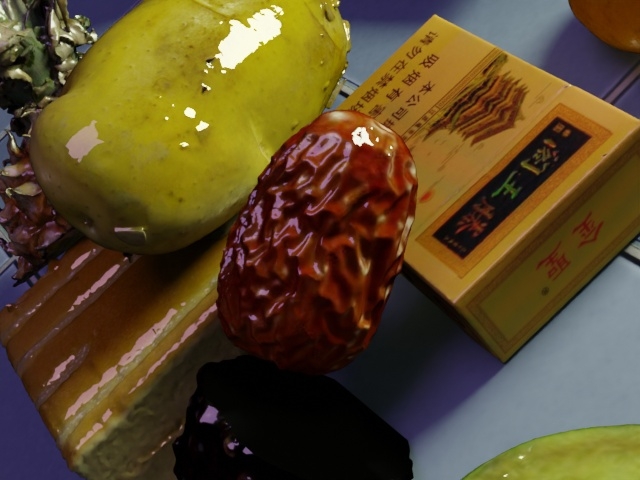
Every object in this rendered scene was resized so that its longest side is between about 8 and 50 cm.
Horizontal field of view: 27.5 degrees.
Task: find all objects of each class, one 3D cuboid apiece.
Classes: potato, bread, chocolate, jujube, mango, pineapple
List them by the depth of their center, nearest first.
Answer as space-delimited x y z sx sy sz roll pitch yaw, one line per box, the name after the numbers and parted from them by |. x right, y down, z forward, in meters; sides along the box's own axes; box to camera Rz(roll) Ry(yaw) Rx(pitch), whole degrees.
-0.040 0.166 0.855 0.133 0.156 0.156 -62 30 20 | chocolate
0.000 0.000 0.869 0.176 0.112 0.109 -69 17 2 | jujube
0.240 -0.193 0.974 0.115 0.089 0.165 -51 34 -15 | mango
-0.093 -0.110 0.988 0.173 0.140 0.300 27 55 18 | potato
-0.119 0.059 1.026 0.246 0.111 0.239 -43 36 -5 | bread
-0.253 -0.142 1.153 0.262 0.271 0.262 -39 4 3 | pineapple

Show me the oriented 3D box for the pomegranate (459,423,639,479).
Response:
0.178 0.212 0.522 0.310 0.216 0.358 17 34 40 | pomegranate

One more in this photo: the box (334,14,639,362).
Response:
0.107 -0.050 0.961 0.174 0.076 0.274 -45 35 -1 | box
